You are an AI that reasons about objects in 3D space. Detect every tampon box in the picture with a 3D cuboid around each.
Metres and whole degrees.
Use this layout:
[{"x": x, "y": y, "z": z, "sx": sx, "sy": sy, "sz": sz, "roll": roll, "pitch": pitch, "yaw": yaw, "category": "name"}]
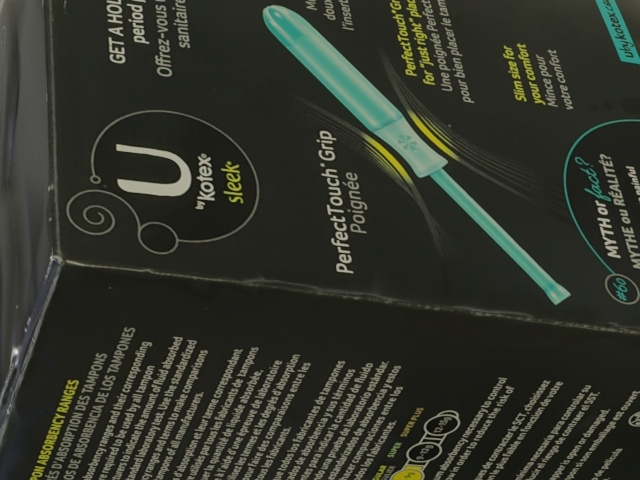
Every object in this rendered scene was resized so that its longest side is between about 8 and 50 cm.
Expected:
[{"x": 0.000, "y": 0.000, "z": 0.426, "sx": 0.161, "sy": 0.120, "sz": 0.101, "roll": 8, "pitch": 138, "yaw": -19, "category": "tampon box"}]
